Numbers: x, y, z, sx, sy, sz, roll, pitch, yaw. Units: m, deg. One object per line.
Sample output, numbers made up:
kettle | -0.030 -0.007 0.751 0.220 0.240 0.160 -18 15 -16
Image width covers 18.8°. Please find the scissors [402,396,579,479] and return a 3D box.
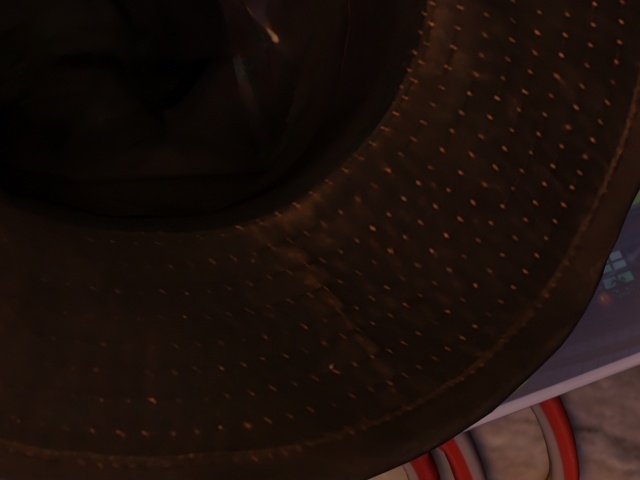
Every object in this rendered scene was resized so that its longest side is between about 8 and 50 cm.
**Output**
scissors | 0.000 0.000 0.658 0.109 0.021 0.297 -19 119 12

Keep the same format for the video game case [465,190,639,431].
video game case | 0.065 -0.026 0.625 0.190 0.022 0.173 -22 117 6

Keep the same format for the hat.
hat | -0.075 -0.076 0.511 0.331 0.331 0.134 26 156 -16
